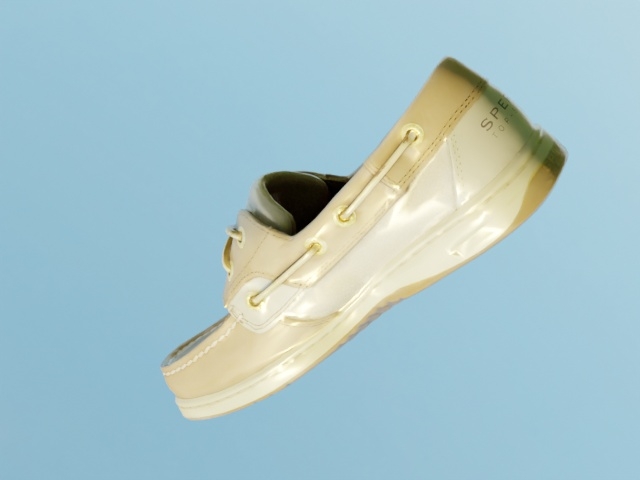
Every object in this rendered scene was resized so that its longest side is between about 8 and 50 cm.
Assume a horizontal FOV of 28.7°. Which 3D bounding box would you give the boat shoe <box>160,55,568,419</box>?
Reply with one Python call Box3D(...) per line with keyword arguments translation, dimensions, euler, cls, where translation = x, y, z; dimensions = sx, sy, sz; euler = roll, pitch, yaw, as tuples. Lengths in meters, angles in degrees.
Box3D(translation=(0.000, 0.000, 0.412), dimensions=(0.059, 0.170, 0.063), euler=(49, -150, -7), cls="boat shoe")
